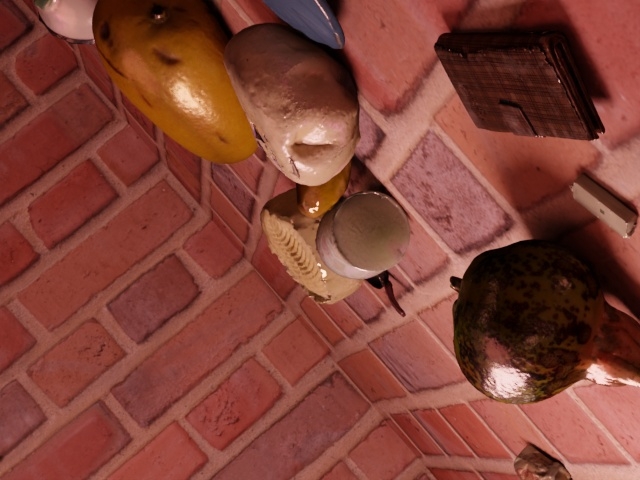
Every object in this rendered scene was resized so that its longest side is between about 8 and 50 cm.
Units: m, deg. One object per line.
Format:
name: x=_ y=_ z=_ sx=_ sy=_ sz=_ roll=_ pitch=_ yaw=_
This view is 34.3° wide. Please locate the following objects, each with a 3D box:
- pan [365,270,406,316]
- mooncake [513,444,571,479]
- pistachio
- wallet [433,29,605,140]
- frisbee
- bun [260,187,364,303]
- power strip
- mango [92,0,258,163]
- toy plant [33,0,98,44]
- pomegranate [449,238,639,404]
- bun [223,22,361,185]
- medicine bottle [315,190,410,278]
pan: x=0.125 y=0.080 z=2.141 sx=0.212 sy=0.040 sz=0.115 roll=49 pitch=169 yaw=40
mooncake: x=0.464 y=0.497 z=2.126 sx=0.130 sy=0.073 sz=0.125 roll=54 pitch=166 yaw=-25
pistachio: x=0.005 y=-0.131 z=1.785 sx=0.100 sy=0.189 sz=0.110 roll=13 pitch=155 yaw=-37
wallet: x=0.206 y=-0.168 z=1.106 sx=0.124 sy=0.042 sz=0.230 roll=58 pitch=165 yaw=-21
frisbee: x=-0.077 y=-0.358 z=1.395 sx=0.289 sy=0.049 sz=0.289 roll=48 pitch=180 yaw=0
bun: x=0.000 y=0.000 z=2.085 sx=0.259 sy=0.152 sz=0.259 roll=46 pitch=161 yaw=21
power strip: x=0.317 y=-0.038 z=1.161 sx=0.090 sy=0.016 sz=0.040 roll=44 pitch=167 yaw=28
mango: x=-0.253 y=-0.299 z=1.941 sx=0.301 sy=0.220 sz=0.445 roll=37 pitch=166 yaw=38
toy plant: x=-0.457 y=-0.557 z=1.941 sx=0.247 sy=0.247 sz=0.332 roll=45 pitch=160 yaw=22
pomegranate: x=0.302 y=0.100 z=1.317 sx=0.222 sy=0.277 sz=0.204 roll=29 pitch=-126 yaw=-67
bun: x=-0.039 y=-0.214 z=1.570 sx=0.273 sy=0.168 sz=0.273 roll=59 pitch=177 yaw=5
medicine bottle: x=0.073 y=-0.008 z=1.818 sx=0.147 sy=0.147 sz=0.143 roll=50 pitch=164 yaw=-2
